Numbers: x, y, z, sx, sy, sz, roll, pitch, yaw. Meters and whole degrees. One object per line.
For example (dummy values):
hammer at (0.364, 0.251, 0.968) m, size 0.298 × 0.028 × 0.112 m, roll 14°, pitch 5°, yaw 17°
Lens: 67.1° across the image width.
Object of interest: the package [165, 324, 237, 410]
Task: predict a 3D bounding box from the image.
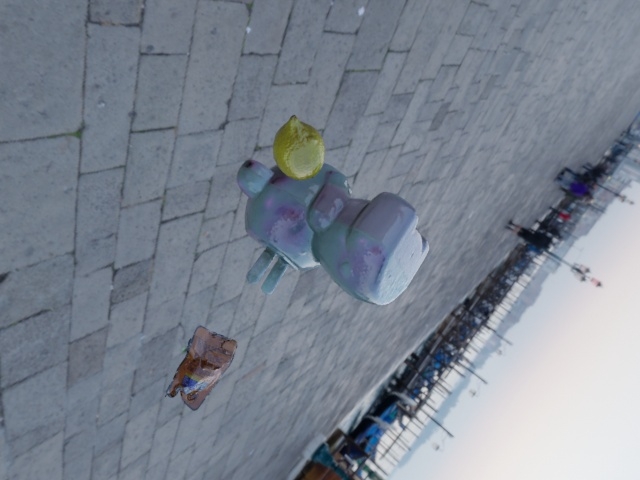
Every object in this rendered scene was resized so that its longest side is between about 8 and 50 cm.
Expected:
package at (-0.168, 0.179, 0.678) m, size 0.111 × 0.077 × 0.033 m, roll -59°, pitch -160°, yaw -12°

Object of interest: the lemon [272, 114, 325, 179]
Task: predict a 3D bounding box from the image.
lemon at (-0.026, -0.112, 0.589) m, size 0.065 × 0.065 × 0.092 m, roll -45°, pitch 145°, yaw -22°

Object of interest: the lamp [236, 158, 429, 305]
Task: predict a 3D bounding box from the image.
lamp at (0.000, 0.000, 0.804) m, size 0.248 × 0.301 × 0.247 m, roll -58°, pitch 150°, yaw -7°
